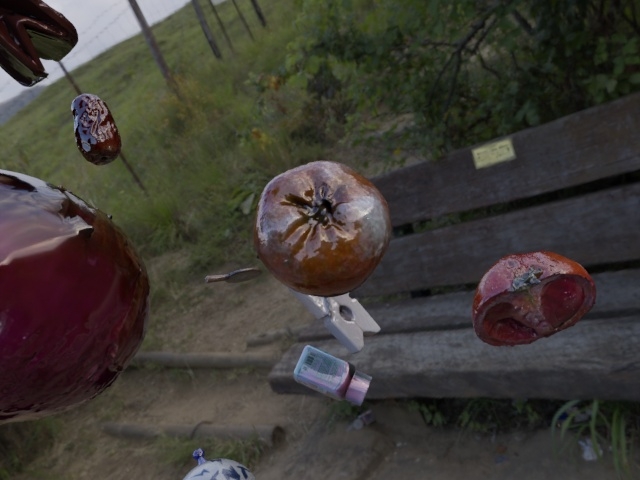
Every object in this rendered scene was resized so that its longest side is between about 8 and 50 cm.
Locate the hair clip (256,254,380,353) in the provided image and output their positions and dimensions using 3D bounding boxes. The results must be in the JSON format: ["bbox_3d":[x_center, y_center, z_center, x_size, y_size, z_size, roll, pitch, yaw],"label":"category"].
[{"bbox_3d":[-0.001,0.120,1.347,0.101,0.330,0.085,-43,2,-30],"label":"hair clip"}]

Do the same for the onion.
[{"bbox_3d":[-0.386,0.104,0.633,0.348,0.348,0.385,-7,55,49],"label":"onion"}]

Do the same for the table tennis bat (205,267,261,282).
[{"bbox_3d":[-0.264,0.059,1.666,0.170,0.119,0.107,-5,-21,-33],"label":"table tennis bat"}]

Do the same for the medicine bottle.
[{"bbox_3d":[0.032,0.351,1.462,0.119,0.188,0.094,91,-158,-68],"label":"medicine bottle"}]

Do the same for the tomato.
[{"bbox_3d":[0.322,0.082,0.894,0.189,0.173,0.099,-22,46,11],"label":"tomato"}]

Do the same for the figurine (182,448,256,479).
[{"bbox_3d":[-0.171,0.599,1.189,0.382,0.261,0.186,24,89,44],"label":"figurine"}]

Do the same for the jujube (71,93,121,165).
[{"bbox_3d":[-0.396,-0.195,0.993,0.077,0.129,0.077,-23,-9,-4],"label":"jujube"}]

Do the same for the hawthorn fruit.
[{"bbox_3d":[-0.009,-0.008,0.972,0.263,0.235,0.231,-47,7,45],"label":"hawthorn fruit"}]

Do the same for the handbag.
[{"bbox_3d":[-0.471,-0.331,0.757,0.084,0.275,0.260,-54,32,-11],"label":"handbag"}]
